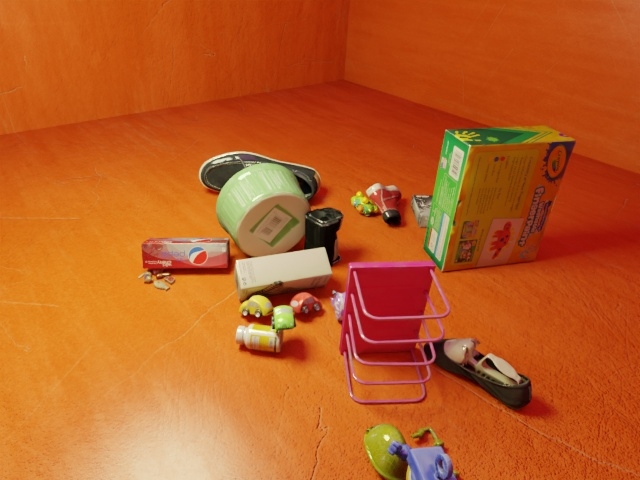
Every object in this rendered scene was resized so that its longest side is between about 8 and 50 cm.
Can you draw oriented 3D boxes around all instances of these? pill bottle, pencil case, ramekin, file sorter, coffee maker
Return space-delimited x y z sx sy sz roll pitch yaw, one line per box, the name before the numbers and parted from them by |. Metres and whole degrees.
pill bottle | -0.157 0.251 1.195 0.116 0.065 0.065 7 32 4
pencil case | 0.133 0.183 1.320 0.205 0.087 0.088 -1 5 -9
ramekin | -0.177 -0.087 1.521 0.303 0.304 0.148 -13 43 -24
file sorter | 0.165 0.219 1.072 0.201 0.291 0.182 -1 35 -6
coffee maker | 0.000 0.000 1.499 0.120 0.178 0.171 15 34 19

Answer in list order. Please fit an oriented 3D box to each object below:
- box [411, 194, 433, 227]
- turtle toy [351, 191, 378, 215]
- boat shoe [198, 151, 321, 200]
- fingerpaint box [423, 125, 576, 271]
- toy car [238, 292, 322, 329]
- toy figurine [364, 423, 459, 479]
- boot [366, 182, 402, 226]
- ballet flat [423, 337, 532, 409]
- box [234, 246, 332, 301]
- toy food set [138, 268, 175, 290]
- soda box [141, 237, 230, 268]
box | 0.492 -0.116 1.840 0.230 0.056 0.183 2 32 -2
turtle toy | 0.168 -0.144 1.839 0.095 0.066 0.130 34 12 -37
boat shoe | -0.245 -0.245 1.864 0.499 0.187 0.156 7 26 -4
fingerpaint box | 0.569 -0.139 1.522 0.370 0.445 0.163 -6 33 -13
toy car | -0.102 0.185 1.237 0.238 0.053 0.225 -3 7 -8
toy figurine | 0.209 0.423 0.817 0.191 0.218 0.363 -3 33 -10
boot | 0.287 -0.130 1.836 0.244 0.088 0.176 -4 61 -59
ballet flat | 0.389 0.300 1.140 0.280 0.096 0.095 26 40 32
box | -0.113 0.101 1.371 0.274 0.113 0.094 -8 66 -16
toy food set | -0.501 0.112 1.425 0.122 0.019 0.078 16 34 19
soda box | -0.424 0.039 1.468 0.262 0.084 0.092 -1 12 -5
